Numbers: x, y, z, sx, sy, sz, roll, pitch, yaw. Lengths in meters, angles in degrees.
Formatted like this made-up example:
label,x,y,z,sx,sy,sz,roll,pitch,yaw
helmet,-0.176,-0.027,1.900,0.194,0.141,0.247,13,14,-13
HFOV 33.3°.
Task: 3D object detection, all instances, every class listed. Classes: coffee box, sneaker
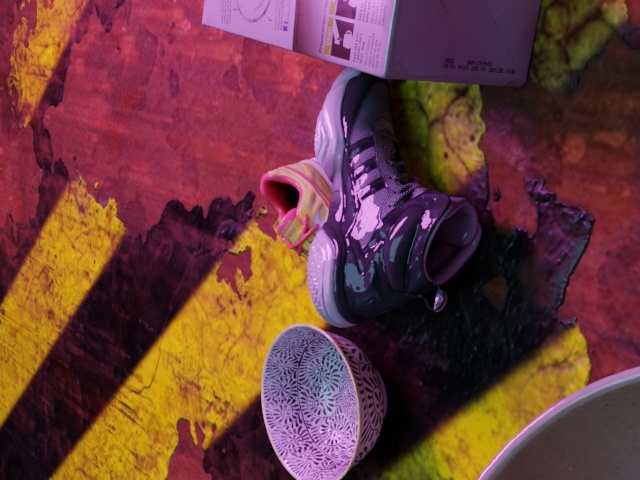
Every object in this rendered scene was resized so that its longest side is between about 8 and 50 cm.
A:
label,x,y,z,sx,sy,sz,roll,pitch,yaw
coffee box,0.038,-0.229,0.993,0.297,0.168,0.119,26,113,48
sneaker,0.078,-0.050,1.019,0.153,0.101,0.269,-5,70,33
sneaker,0.000,0.000,1.120,0.208,0.094,0.081,57,132,32

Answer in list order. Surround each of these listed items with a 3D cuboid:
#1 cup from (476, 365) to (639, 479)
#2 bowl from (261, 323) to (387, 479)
label,x,y,z,sx,sy,sz,roll,pitch,yaw
cup,0.258,0.269,0.637,0.331,0.237,0.331,-23,47,28
bowl,0.017,0.167,1.121,0.170,0.080,0.170,6,98,53
